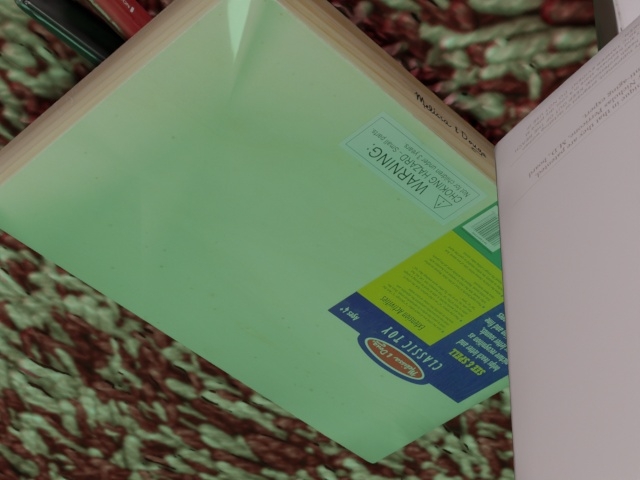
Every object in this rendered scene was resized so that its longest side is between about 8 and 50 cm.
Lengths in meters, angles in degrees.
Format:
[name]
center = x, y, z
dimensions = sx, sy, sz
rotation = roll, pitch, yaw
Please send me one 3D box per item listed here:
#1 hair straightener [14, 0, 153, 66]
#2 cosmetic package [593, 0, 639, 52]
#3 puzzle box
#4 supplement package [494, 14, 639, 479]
[hair straightener]
center = -0.122, -0.104, 0.952
dimensions = 0.089, 0.047, 0.230
rotation = -32, 124, 27
[cosmetic package]
center = 0.242, -0.079, 0.816
dimensions = 0.138, 0.224, 0.224
rotation = -7, 129, 11
[puzzle box]
center = 0.000, 0.000, 0.982
dimensions = 0.272, 0.052, 0.409
rotation = -34, 126, 28
[supplement package]
center = 0.196, 0.036, 0.578
dimensions = 0.177, 0.293, 0.175
rotation = 35, 122, -20
